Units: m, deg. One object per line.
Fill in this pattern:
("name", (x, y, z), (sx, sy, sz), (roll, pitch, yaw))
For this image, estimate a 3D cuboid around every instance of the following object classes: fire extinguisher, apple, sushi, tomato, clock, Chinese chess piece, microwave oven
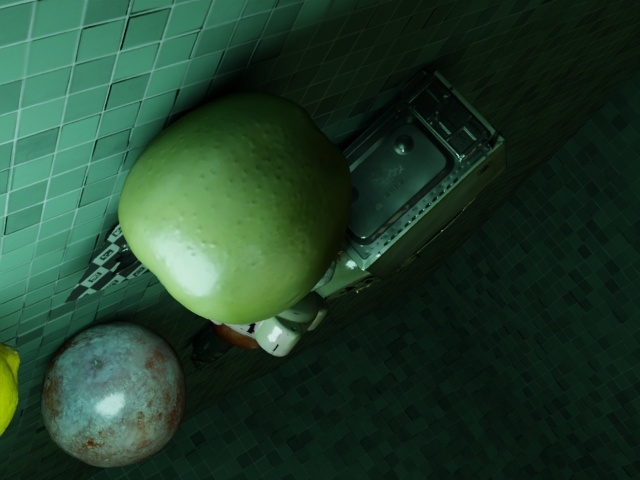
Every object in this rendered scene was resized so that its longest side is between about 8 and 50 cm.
("fire extinguisher", (-0.284, 0.280, 2.526), (0.311, 0.095, 0.114), (-40, 140, 18))
("apple", (-0.120, -0.049, 1.318), (0.357, 0.357, 0.357), (-34, 166, -9))
("sushi", (-0.345, -0.001, 1.539), (0.219, 0.047, 0.231), (-49, 167, 30))
("tomato", (-0.448, 0.334, 1.861), (0.317, 0.316, 0.282), (-33, 148, -14))
("clock", (-0.144, 0.088, 1.700), (0.114, 0.309, 0.284), (-53, 173, 19))
("Chinese chess piece", (0.127, 0.061, 2.598), (0.349, 0.146, 0.349), (-25, 171, -4))
("apple", (-0.202, 0.213, 2.335), (0.199, 0.199, 0.199), (-34, 166, -9))
("microwave oven", (0.184, -0.138, 1.888), (0.394, 0.247, 0.333), (-43, 165, 4))

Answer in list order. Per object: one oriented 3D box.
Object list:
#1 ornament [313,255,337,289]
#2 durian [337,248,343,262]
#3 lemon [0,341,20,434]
("ornament", (-0.058, -0.024, 1.692), (0.130, 0.285, 0.120), (-19, 151, -7))
("durian", (0.000, 0.011, 2.266), (0.183, 0.138, 0.249), (-24, 159, -10))
("lemon", (-0.617, 0.257, 1.359), (0.263, 0.235, 0.236), (1, 145, -41))
